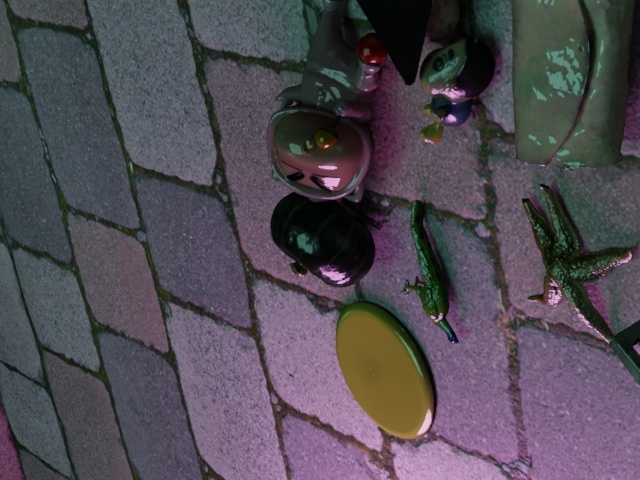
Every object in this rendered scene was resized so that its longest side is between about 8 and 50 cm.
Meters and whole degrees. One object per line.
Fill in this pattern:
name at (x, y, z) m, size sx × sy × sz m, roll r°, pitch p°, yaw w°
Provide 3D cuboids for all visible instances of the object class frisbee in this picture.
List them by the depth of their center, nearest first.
frisbee at (0.097, 0.205, 2.302) m, size 0.236 × 0.017 × 0.236 m, roll 36°, pitch 139°, yaw 39°

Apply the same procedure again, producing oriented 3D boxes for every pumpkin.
pumpkin at (0.002, -0.003, 2.166) m, size 0.125 × 0.167 × 0.167 m, roll -49°, pitch 65°, yaw 19°

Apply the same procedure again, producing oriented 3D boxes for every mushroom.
mushroom at (0.134, -0.290, 1.847) m, size 0.083 × 0.067 × 0.083 m, roll 36°, pitch 135°, yaw 47°

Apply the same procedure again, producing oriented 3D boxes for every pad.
pad at (0.083, -0.336, 1.864) m, size 0.181 × 0.004 × 0.267 m, roll 100°, pitch 154°, yaw -44°

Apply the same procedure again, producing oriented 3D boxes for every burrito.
burrito at (0.285, -0.224, 1.641) m, size 0.143 × 0.105 × 0.299 m, roll 22°, pitch 129°, yaw 35°

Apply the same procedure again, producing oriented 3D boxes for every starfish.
starfish at (0.315, 0.034, 1.843) m, size 0.217 × 0.050 × 0.223 m, roll -31°, pitch 91°, yaw 51°

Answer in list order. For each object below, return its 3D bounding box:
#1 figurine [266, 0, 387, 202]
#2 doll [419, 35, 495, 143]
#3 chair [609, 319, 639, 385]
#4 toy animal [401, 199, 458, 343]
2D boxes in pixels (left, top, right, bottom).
figurine at (0.004, -0.180, 2.029) m, size 0.176 × 0.186 × 0.287 m, roll 26°, pitch 119°, yaw 11°
doll at (0.162, -0.197, 1.864) m, size 0.089 × 0.102 × 0.179 m, roll 20°, pitch 141°, yaw -10°
chair at (0.470, 0.168, 1.612) m, size 0.270 × 0.136 × 0.147 m, roll 58°, pitch 147°, yaw 13°
toy animal at (0.146, 0.047, 2.098) m, size 0.075 × 0.041 × 0.216 m, roll -4°, pitch 104°, yaw 55°
